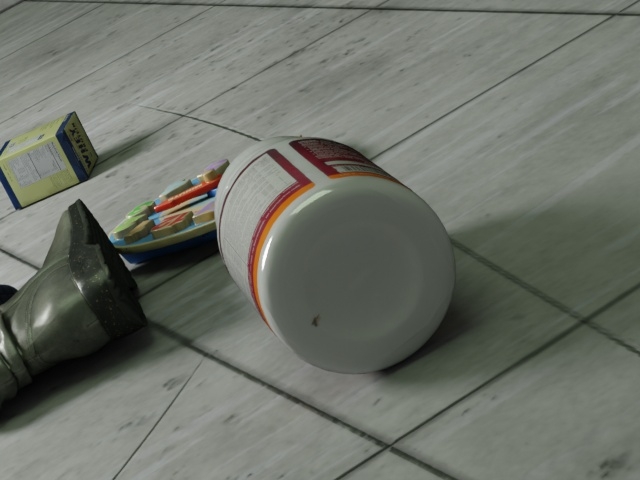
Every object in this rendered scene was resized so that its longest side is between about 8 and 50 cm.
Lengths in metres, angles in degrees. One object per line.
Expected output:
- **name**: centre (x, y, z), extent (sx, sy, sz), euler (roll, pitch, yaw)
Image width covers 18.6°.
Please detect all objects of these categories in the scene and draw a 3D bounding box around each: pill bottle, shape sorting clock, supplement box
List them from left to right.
- **supplement box**: centre (-0.283, -0.083, 2.009), extent (0.083, 0.056, 0.083), euler (-23, 17, 10)
- **shape sorting clock**: centre (-0.084, -0.040, 1.626), extent (0.206, 0.040, 0.206), euler (-23, 17, 8)
- **pill bottle**: centre (0.000, 0.000, 1.245), extent (0.121, 0.121, 0.221), euler (-28, 17, -6)

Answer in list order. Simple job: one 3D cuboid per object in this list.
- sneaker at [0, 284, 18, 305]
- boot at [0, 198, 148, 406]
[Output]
- **sneaker**: centre (-0.296, 0.081, 1.550), extent (0.144, 0.053, 0.059), euler (-37, 18, -36)
- **boot**: centre (-0.225, 0.054, 1.491), extent (0.161, 0.083, 0.246), euler (-32, 16, -1)
